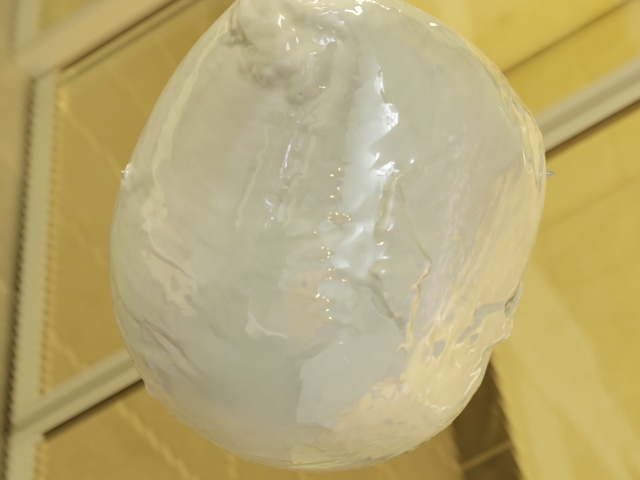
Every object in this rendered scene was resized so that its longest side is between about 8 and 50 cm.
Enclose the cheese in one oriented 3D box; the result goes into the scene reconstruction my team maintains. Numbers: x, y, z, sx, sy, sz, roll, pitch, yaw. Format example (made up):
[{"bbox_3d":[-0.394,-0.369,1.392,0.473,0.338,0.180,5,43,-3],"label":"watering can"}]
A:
[{"bbox_3d":[0.000,0.000,0.801,0.198,0.154,0.189,27,76,-62],"label":"cheese"}]
